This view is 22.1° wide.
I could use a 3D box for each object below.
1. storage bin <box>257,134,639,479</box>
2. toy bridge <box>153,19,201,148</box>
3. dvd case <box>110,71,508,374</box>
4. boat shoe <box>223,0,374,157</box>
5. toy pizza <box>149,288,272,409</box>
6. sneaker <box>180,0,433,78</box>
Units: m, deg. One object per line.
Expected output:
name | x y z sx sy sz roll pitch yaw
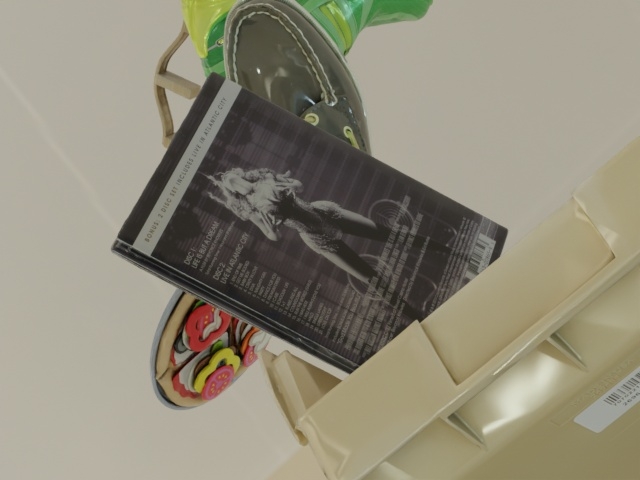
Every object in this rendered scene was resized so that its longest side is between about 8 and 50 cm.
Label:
storage bin | 0.145 0.049 0.830 0.260 0.262 0.123 32 -157 -50
toy bridge | -0.189 -0.205 2.164 0.063 0.026 0.188 26 120 22
dvd case | 0.000 0.000 1.016 0.221 0.164 0.018 28 137 -5
boat shoe | -0.007 -0.060 1.359 0.091 0.109 0.305 -51 -58 -75
toy pizza | -0.088 0.081 1.592 0.032 0.201 0.201 30 155 28
sneaker | -0.013 -0.215 1.633 0.109 0.295 0.123 12 110 51
